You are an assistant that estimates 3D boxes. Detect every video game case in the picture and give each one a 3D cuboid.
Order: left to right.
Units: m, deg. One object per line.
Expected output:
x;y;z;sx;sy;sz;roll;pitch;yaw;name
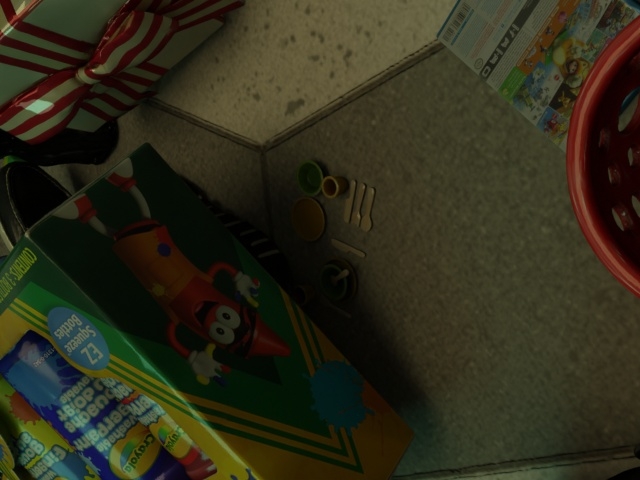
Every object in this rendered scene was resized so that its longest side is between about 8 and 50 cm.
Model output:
0.179;-0.160;0.651;0.166;0.015;0.119;49;127;23;video game case

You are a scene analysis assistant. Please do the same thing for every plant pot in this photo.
0.269;-0.054;0.484;0.191;0.174;0.191;12;108;41;plant pot

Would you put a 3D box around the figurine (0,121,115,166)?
-0.395;-0.184;1.036;0.092;0.209;0.214;-41;72;40;figurine

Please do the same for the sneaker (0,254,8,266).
-0.436;0.120;1.252;0.082;0.069;0.209;-13;92;32;sneaker

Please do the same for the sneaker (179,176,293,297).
-0.135;0.051;0.943;0.281;0.106;0.162;41;130;41;sneaker

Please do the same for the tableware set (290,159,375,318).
0.000;0.000;0.847;0.104;0.024;0.154;27;118;36;tableware set

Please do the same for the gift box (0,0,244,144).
-0.258;-0.267;0.873;0.255;0.276;0.258;-34;73;28;gift box

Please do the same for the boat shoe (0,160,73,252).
-0.301;0.020;1.058;0.113;0.127;0.340;-42;74;39;boat shoe

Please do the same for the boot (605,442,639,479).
0.207;0.166;0.470;0.445;0.367;0.146;-41;58;43;boot

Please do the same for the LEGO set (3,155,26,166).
-0.452;-0.083;1.198;0.093;0.087;0.227;38;124;30;LEGO set

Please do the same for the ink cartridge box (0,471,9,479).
-0.417;0.295;1.177;0.310;0.130;0.271;27;118;17;ink cartridge box

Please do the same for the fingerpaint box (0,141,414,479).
-0.190;0.175;0.857;0.371;0.163;0.445;48;137;-7;fingerpaint box
